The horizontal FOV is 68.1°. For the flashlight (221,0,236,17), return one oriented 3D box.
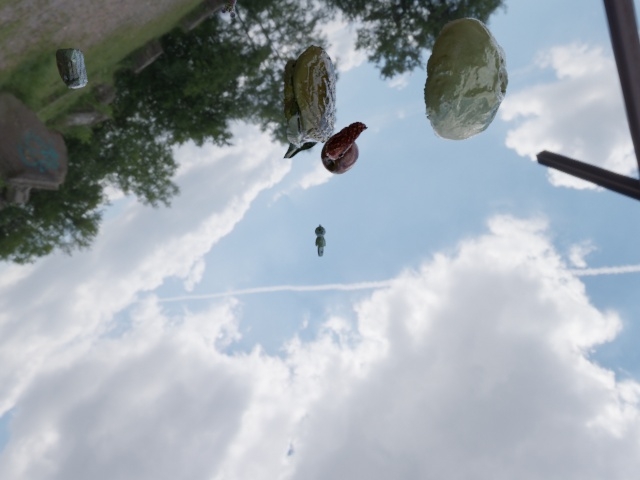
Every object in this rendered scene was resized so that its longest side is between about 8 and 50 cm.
[{"bbox_3d":[-0.292,-0.801,1.573,0.110,0.052,0.031,-59,-167,30],"label":"flashlight"}]

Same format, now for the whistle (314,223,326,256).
[{"bbox_3d":[0.000,0.000,1.430,0.035,0.100,0.035,-1,-169,0],"label":"whistle"}]

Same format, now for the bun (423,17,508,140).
[{"bbox_3d":[0.464,-0.486,1.452,0.202,0.364,0.364,9,-133,31],"label":"bun"}]

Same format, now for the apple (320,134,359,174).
[{"bbox_3d":[0.089,-0.413,2.261,0.181,0.181,0.168,3,-142,50],"label":"apple"}]

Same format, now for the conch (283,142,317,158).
[{"bbox_3d":[-0.046,-0.402,1.678,0.234,0.137,0.114,115,-30,-42],"label":"conch"}]

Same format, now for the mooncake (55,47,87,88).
[{"bbox_3d":[-0.827,-0.571,1.574,0.073,0.125,0.130,-5,-162,-10],"label":"mooncake"}]

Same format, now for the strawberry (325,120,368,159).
[{"bbox_3d":[0.090,-0.395,1.824,0.188,0.082,0.121,-44,-165,17],"label":"strawberry"}]

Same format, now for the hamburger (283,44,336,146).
[{"bbox_3d":[-0.024,-0.423,1.412,0.134,0.284,0.265,0,-179,7],"label":"hamburger"}]
